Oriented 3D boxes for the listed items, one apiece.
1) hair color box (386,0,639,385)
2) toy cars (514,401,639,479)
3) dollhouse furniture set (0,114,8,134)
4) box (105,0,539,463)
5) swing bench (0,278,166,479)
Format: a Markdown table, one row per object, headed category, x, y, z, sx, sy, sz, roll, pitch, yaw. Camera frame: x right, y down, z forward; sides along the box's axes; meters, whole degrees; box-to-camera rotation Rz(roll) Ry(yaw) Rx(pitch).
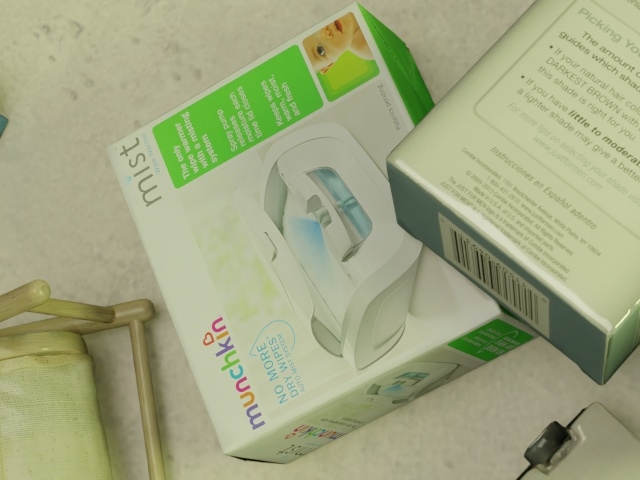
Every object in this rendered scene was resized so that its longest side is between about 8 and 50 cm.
| category | x | y | z | sx | sy | sz | roll | pitch | yaw |
| --- | --- | --- | --- | --- | --- | --- | --- | --- | --- |
| hair color box | 0.236 | -0.109 | 1.105 | 0.185 | 0.113 | 0.374 | 39 | 78 | 20 |
| toy cars | 0.146 | 0.308 | 1.142 | 0.176 | 0.087 | 0.394 | 4 | 78 | -3 |
| dollhouse furniture set | -0.477 | -0.083 | 1.431 | 0.286 | 0.198 | 0.303 | 32 | 93 | 25 |
| box | 0.000 | 0.000 | 1.249 | 0.231 | 0.127 | 0.262 | -27 | 71 | 14 |
| swing bench | -0.259 | 0.187 | 1.306 | 0.254 | 0.165 | 0.253 | -16 | 74 | 26 |
